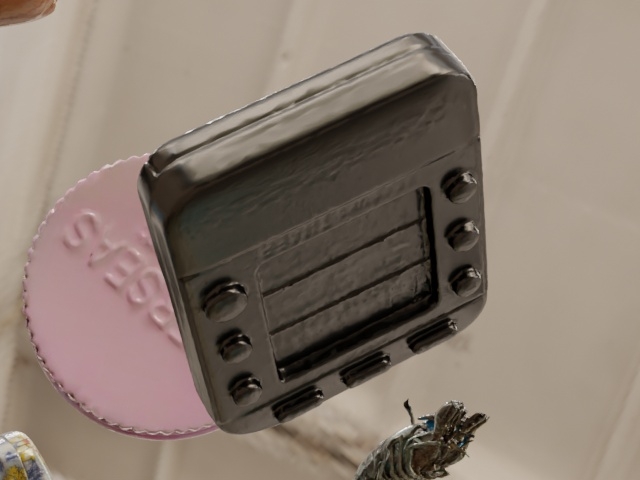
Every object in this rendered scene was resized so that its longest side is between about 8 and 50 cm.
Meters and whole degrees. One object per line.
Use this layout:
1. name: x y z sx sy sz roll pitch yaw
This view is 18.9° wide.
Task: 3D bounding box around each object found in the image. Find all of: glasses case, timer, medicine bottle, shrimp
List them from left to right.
1. glasses case: -0.251 0.293 1.759 0.087 0.065 0.248 19 -52 66
2. medicine bottle: -0.103 0.042 1.264 0.178 0.290 0.178 0 -95 -4
3. timer: 0.000 0.000 0.836 0.055 0.144 0.187 55 -16 35
4. shrimp: 0.067 0.182 1.602 0.174 0.082 0.076 -49 -121 28

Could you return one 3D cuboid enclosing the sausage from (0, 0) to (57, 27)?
1. sausage: -0.331 -0.185 1.410 0.289 0.086 0.086 -9 -65 -10
